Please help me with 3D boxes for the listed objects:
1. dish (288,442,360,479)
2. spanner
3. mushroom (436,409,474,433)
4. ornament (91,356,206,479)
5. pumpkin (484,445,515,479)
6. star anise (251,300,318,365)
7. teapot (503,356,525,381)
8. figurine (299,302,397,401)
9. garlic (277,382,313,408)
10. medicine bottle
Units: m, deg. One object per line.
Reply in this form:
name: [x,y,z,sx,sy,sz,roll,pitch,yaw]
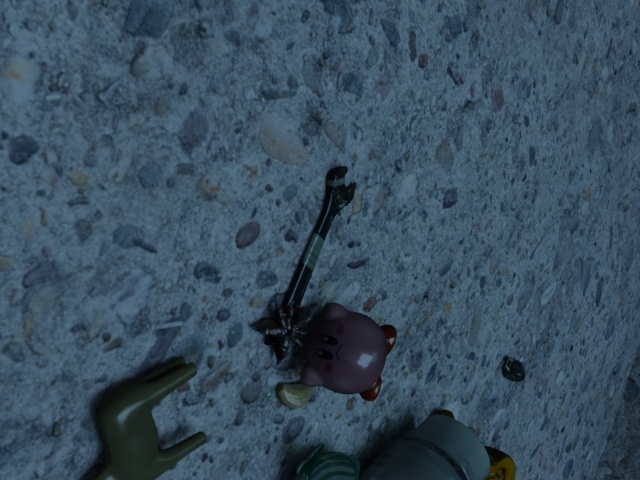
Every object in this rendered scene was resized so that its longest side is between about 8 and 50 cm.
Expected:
dish: [-0.015,0.524,1.241,0.224,0.078,0.246,-37,125,-34]
spanner: [0.000,0.000,1.170,0.087,0.024,0.315,32,76,-51]
mushroom: [0.364,0.524,1.628,0.130,0.073,0.088,20,68,-13]
ornament: [-0.294,0.335,0.920,0.245,0.061,0.230,-24,118,-41]
pumpkin: [0.463,0.714,1.738,0.281,0.139,0.189,17,87,-45]
star anise: [-0.057,0.161,1.118,0.129,0.056,0.124,-36,121,-15]
teapot: [0.625,0.415,1.893,0.088,0.066,0.057,40,49,-20]
figurine: [0.051,0.223,1.174,0.173,0.173,0.173,-13,109,-43]
garlic: [-0.053,0.314,1.181,0.083,0.041,0.053,18,81,-39]
medicine bottle: [0.246,0.593,1.405,0.306,0.245,0.244,-33,122,-37]
